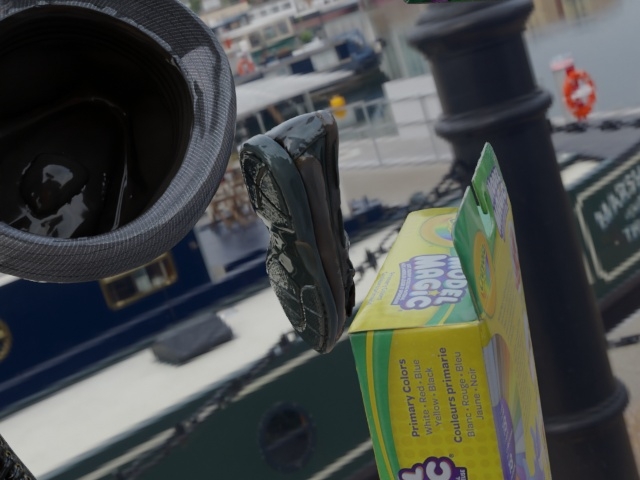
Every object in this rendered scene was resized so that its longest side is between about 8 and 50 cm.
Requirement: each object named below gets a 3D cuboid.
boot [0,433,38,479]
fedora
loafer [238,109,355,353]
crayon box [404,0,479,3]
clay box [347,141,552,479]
[{"bbox_3d":[-0.194,0.125,0.588,0.137,0.198,0.077,31,54,15],"label":"boot"},{"bbox_3d":[-0.202,-0.075,0.810,0.124,0.244,0.275,127,160,-58],"label":"fedora"},{"bbox_3d":[0.000,0.000,0.915,0.084,0.267,0.096,-36,52,-21],"label":"loafer"},{"bbox_3d":[0.137,-0.388,1.195,0.165,0.081,0.278,-6,46,-17],"label":"crayon box"},{"bbox_3d":[0.062,0.081,0.423,0.053,0.222,0.127,-7,18,18],"label":"clay box"}]
